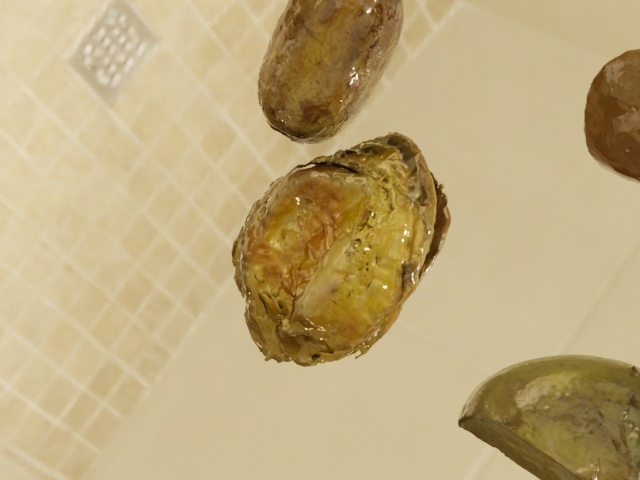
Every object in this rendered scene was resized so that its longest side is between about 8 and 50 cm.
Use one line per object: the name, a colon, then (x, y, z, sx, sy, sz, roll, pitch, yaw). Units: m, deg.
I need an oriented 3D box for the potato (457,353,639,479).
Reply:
potato: (0.327, 0.259, 1.914, 0.112, 0.255, 0.269, 94, 7, -53)

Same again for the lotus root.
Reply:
lotus root: (0.019, -0.233, 1.561, 0.145, 0.128, 0.260, 20, 106, -43)

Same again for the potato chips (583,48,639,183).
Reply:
potato chips: (0.373, -0.118, 1.453, 0.208, 0.195, 0.062, -48, -154, 47)

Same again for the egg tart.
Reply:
egg tart: (0.000, 0.000, 1.485, 0.132, 0.297, 0.297, 31, 89, -40)
